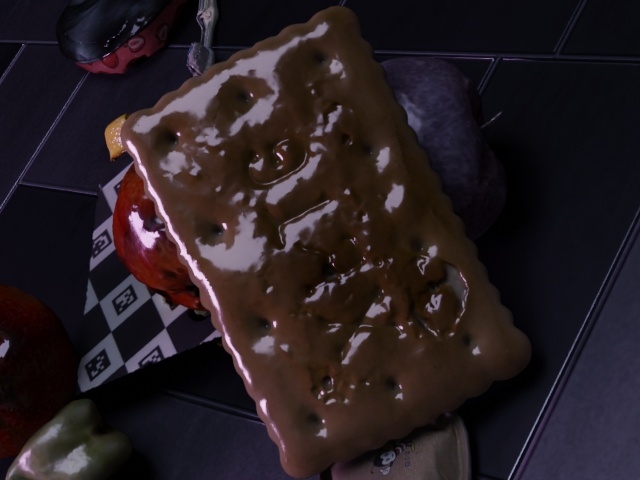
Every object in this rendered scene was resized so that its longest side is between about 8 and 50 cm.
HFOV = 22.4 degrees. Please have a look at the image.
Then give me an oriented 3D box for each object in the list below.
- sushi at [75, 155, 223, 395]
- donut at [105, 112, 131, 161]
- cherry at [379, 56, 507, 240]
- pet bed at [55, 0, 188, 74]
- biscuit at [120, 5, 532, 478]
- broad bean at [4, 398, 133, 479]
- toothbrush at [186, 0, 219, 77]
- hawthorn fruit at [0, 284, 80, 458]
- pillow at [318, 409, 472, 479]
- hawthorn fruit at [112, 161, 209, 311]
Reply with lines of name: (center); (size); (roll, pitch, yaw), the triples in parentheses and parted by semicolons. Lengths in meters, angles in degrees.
sushi: (-0.106, 0.002, 1.517); (0.264, 0.050, 0.290); (-23, 44, 26)
donut: (-0.192, -0.112, 1.671); (0.083, 0.038, 0.067); (-30, 2, -41)
cherry: (0.069, -0.069, 1.332); (0.176, 0.140, 0.176); (-5, 76, 19)
pet bed: (-0.226, -0.275, 1.875); (0.201, 0.053, 0.201); (-24, 44, 25)
biscuit: (0.000, 0.000, 1.239); (0.217, 0.044, 0.325); (-27, 81, 4)
broad bean: (-0.254, 0.222, 1.422); (0.206, 0.072, 0.153); (-43, 0, 16)
toothbrush: (-0.127, -0.272, 1.804); (0.026, 0.028, 0.294); (-26, 37, 22)
hawthorn fruit: (-0.307, 0.117, 1.506); (0.169, 0.169, 0.188); (-45, 10, 2)
pillow: (0.066, 0.218, 1.176); (0.130, 0.033, 0.217); (-23, 42, 16)
hawthorn fruit: (-0.092, -0.032, 1.362); (0.173, 0.173, 0.179); (14, 81, 48)
